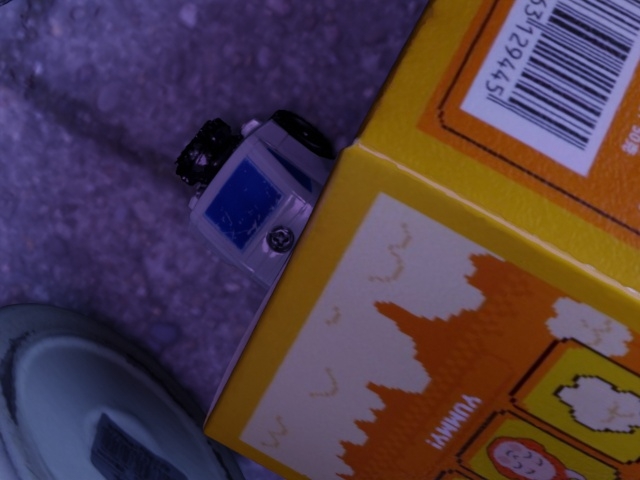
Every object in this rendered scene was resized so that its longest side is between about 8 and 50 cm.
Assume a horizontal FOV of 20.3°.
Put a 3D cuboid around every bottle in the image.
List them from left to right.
[{"bbox_3d":[-0.223,0.208,0.962,0.351,0.229,0.229,-40,97,20],"label":"bottle"}]

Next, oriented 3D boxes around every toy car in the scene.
[{"bbox_3d":[0.000,0.000,0.936,0.170,0.070,0.080,37,109,-4],"label":"toy car"}]

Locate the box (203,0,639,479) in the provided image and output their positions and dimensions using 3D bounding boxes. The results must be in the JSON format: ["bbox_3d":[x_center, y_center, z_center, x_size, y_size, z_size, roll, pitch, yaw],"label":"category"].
[{"bbox_3d":[0.123,-0.027,0.751,0.213,0.283,0.259,29,148,2],"label":"box"}]

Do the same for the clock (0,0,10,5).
[{"bbox_3d":[-0.204,-0.221,0.916,0.215,0.042,0.215,2,107,7],"label":"clock"}]
